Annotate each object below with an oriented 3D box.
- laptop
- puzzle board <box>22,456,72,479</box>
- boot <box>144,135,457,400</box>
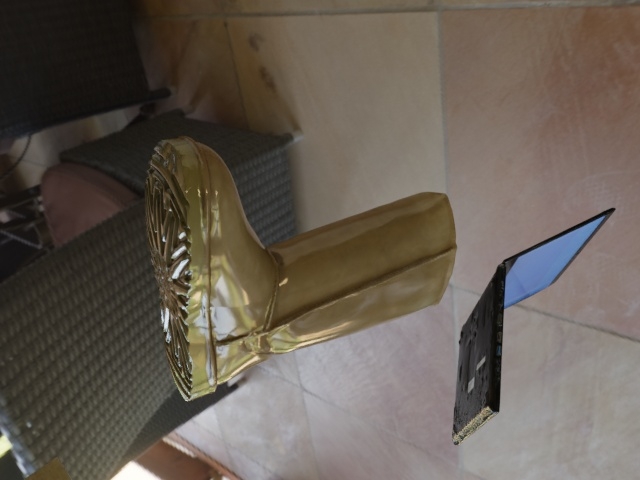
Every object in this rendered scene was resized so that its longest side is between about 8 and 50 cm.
[{"bbox_3d":[0.260,0.118,0.753,0.137,0.264,0.234,8,153,6],"label":"laptop"},{"bbox_3d":[-0.327,0.344,0.720,0.128,0.096,0.011,54,166,10],"label":"puzzle board"},{"bbox_3d":[0.000,0.000,0.499,0.089,0.270,0.236,48,143,38],"label":"boot"}]
